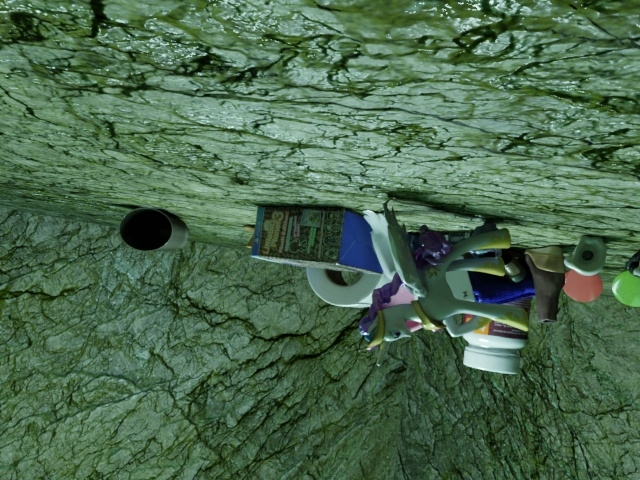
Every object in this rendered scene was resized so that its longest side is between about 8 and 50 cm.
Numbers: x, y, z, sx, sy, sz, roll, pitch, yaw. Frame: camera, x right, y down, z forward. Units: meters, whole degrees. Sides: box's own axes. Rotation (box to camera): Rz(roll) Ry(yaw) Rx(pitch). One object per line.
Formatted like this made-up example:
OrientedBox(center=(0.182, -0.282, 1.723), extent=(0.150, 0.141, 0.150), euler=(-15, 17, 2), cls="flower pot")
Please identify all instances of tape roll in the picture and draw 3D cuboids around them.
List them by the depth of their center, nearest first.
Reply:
OrientedBox(center=(0.098, 0.086, 1.683), extent=(0.246, 0.246, 0.169), euler=(6, 175, 21), cls="tape roll")

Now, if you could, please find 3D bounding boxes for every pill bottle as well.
OrientedBox(center=(0.629, 0.262, 1.928), extent=(0.224, 0.392, 0.224), euler=(8, 174, 1), cls="pill bottle")

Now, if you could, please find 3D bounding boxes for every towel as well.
OrientedBox(center=(0.570, 0.135, 1.697), extent=(0.308, 0.076, 0.227), euler=(-7, -164, -16), cls="towel")

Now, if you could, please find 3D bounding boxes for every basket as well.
OrientedBox(center=(-0.592, -0.032, 1.995), extent=(0.204, 0.154, 0.227), euler=(5, 178, 11), cls="basket")

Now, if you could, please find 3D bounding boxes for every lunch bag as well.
OrientedBox(center=(0.275, 0.015, 1.594), extent=(0.065, 0.067, 0.098), euler=(7, 174, 8), cls="lunch bag")

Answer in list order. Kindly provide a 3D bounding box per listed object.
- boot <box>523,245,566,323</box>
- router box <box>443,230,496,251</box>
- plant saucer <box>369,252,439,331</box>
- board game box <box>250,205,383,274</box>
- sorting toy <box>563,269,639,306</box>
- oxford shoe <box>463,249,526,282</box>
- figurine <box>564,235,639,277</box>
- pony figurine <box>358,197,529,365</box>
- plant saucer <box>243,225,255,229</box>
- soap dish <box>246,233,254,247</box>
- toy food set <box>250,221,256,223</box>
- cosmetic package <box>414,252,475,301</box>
OrientedBox(center=(0.619, 0.126, 1.514), extent=(0.090, 0.206, 0.248), euler=(7, 174, 9), cls="boot")
OrientedBox(center=(0.404, 0.003, 1.439), extent=(0.122, 0.038, 0.092), euler=(12, 173, -33), cls="router box")
OrientedBox(center=(0.306, 0.162, 1.880), extent=(0.332, 0.332, 0.084), euler=(11, -164, -28), cls="plant saucer")
OrientedBox(center=(0.000, 0.000, 1.467), extent=(0.291, 0.141, 0.232), euler=(4, 173, 37), cls="board game box")
OrientedBox(center=(0.984, 0.128, 1.731), extent=(0.366, 0.127, 0.126), euler=(2, -159, 29), cls="sorting toy")
OrientedBox(center=(0.520, 0.051, 1.652), extent=(0.096, 0.083, 0.227), euler=(51, 162, -29), cls="oxford shoe")
OrientedBox(center=(0.695, 0.047, 1.271), extent=(0.215, 0.092, 0.209), euler=(7, 178, 25), cls="figurine")
OrientedBox(center=(0.237, 0.077, 1.193), extent=(0.364, 0.351, 0.303), euler=(-11, 177, 1), cls="pony figurine")
OrientedBox(center=(-0.253, -0.042, 2.060), extent=(0.084, 0.013, 0.083), euler=(8, 175, 1), cls="plant saucer")
OrientedBox(center=(-0.092, 0.027, 1.996), extent=(0.291, 0.118, 0.229), euler=(6, 174, 27), cls="soap dish")
OrientedBox(center=(-0.183, -0.047, 1.872), extent=(0.122, 0.019, 0.078), euler=(4, 173, 39), cls="toy food set")
OrientedBox(center=(0.339, 0.116, 1.550), extent=(0.151, 0.151, 0.184), euler=(-14, 174, 5), cls="cosmetic package")
